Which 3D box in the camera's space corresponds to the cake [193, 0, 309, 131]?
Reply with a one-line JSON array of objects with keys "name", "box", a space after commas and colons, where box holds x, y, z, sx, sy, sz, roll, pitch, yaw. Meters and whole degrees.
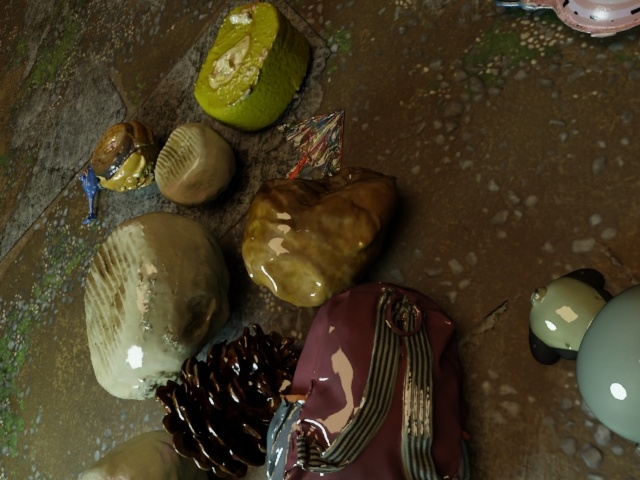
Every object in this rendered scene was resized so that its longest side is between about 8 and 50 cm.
[{"name": "cake", "box": [-0.144, -0.363, 1.071, 0.179, 0.156, 0.260, 21, 89, 39]}]

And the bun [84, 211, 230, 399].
[{"name": "bun", "box": [-0.324, 0.124, 0.991, 0.326, 0.235, 0.361, 11, 88, 43]}]

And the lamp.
[{"name": "lamp", "box": [0.381, 0.133, 0.612, 0.197, 0.198, 0.244, -60, 34, 3]}]

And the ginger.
[{"name": "ginger", "box": [0.001, 0.001, 0.853, 0.270, 0.200, 0.222, -6, 108, -9]}]

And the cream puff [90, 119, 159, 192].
[{"name": "cream puff", "box": [-0.459, -0.198, 1.218, 0.189, 0.129, 0.188, -16, 60, 30]}]

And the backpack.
[{"name": "backpack", "box": [0.089, 0.218, 0.724, 0.284, 0.197, 0.316, 16, 80, -6]}]

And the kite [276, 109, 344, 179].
[{"name": "kite", "box": [-0.010, -0.188, 1.021, 0.189, 0.009, 0.232, -49, 58, 9]}]

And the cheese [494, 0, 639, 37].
[{"name": "cheese", "box": [0.424, -0.409, 0.791, 0.286, 0.074, 0.188, 21, 86, 34]}]

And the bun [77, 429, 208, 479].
[{"name": "bun", "box": [-0.308, 0.463, 0.857, 0.168, 0.273, 0.272, 29, 92, 36]}]

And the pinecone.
[{"name": "pinecone", "box": [-0.135, 0.270, 0.843, 0.273, 0.224, 0.224, -33, 62, 11]}]

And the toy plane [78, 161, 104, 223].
[{"name": "toy plane", "box": [-0.609, -0.127, 1.328, 0.054, 0.062, 0.167, -8, 83, 28]}]

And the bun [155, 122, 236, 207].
[{"name": "bun", "box": [-0.269, -0.162, 1.101, 0.178, 0.128, 0.193, -52, 46, 8]}]
